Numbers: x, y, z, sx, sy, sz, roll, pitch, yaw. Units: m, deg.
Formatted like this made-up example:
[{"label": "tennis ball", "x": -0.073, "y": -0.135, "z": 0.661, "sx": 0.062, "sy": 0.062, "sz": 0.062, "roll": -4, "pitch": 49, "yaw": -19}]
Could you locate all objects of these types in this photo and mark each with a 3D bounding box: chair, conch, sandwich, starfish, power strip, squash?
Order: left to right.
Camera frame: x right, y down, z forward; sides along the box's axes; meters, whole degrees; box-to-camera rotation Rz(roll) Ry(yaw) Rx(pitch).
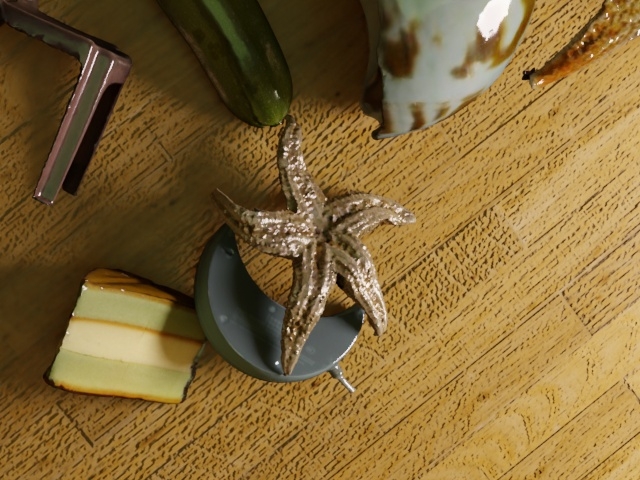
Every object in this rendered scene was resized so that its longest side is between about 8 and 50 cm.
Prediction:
[{"label": "chair", "x": -0.259, "y": -0.223, "z": 1.376, "sx": 0.183, "sy": 0.175, "sz": 0.326, "roll": 27, "pitch": 96, "yaw": -2}, {"label": "sandwich", "x": -0.183, "y": 0.103, "z": 1.416, "sx": 0.144, "sy": 0.187, "sz": 0.117, "roll": 21, "pitch": 92, "yaw": -5}, {"label": "squash", "x": -0.128, "y": -0.262, "z": 1.437, "sx": 0.094, "sy": 0.094, "sz": 0.341, "roll": -34, "pitch": 99, "yaw": -6}, {"label": "power strip", "x": -0.040, "y": 0.083, "z": 1.482, "sx": 0.216, "sy": 0.044, "sz": 0.137, "roll": 34, "pitch": 65, "yaw": -15}, {"label": "starfish", "x": 0.000, "y": 0.000, "z": 1.475, "sx": 0.236, "sy": 0.062, "sz": 0.277, "roll": 7, "pitch": 71, "yaw": -29}, {"label": "conch", "x": 0.115, "y": -0.274, "z": 1.393, "sx": 0.197, "sy": 0.249, "sz": 0.368, "roll": -3, "pitch": 132, "yaw": 10}, {"label": "starfish", "x": 0.358, "y": -0.327, "z": 1.415, "sx": 0.398, "sy": 0.132, "sz": 0.383, "roll": -20, "pitch": 139, "yaw": -42}]
